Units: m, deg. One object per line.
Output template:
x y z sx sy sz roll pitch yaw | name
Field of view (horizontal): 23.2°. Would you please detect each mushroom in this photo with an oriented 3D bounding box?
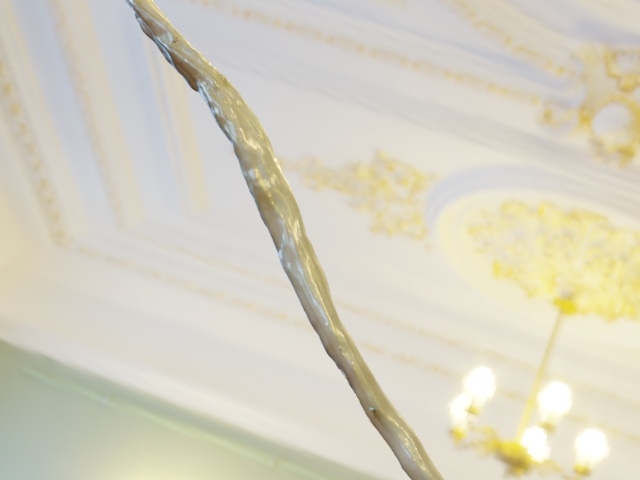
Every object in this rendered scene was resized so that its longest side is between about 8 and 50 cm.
-0.005 0.003 0.499 0.286 0.028 0.026 52 -17 30 | mushroom
